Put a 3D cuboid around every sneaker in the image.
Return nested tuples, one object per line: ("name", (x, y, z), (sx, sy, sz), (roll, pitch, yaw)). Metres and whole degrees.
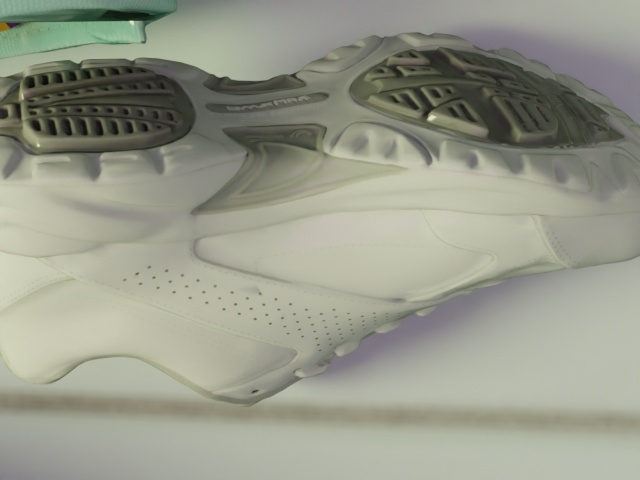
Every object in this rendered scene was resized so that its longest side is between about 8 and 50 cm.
("sneaker", (0.000, 0.000, 0.430), (0.232, 0.090, 0.115), (-1, 126, -8))

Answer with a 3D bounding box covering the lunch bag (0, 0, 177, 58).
("lunch bag", (-0.173, -0.156, 0.387), (0.262, 0.160, 0.223), (-5, 93, 10))
